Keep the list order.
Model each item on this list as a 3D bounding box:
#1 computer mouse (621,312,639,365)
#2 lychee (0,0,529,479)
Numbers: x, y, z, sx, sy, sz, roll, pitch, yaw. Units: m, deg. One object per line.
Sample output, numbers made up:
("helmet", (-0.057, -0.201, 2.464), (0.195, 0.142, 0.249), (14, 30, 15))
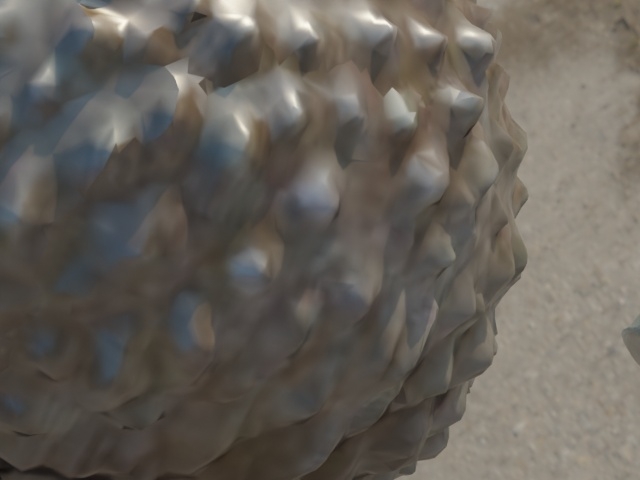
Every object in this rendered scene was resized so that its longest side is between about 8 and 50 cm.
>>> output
("computer mouse", (0.417, 0.083, 1.546), (0.203, 0.114, 0.374), (-24, -12, 3))
("lychee", (-0.079, -0.027, 0.445), (0.300, 0.300, 0.300), (-27, 31, 18))
